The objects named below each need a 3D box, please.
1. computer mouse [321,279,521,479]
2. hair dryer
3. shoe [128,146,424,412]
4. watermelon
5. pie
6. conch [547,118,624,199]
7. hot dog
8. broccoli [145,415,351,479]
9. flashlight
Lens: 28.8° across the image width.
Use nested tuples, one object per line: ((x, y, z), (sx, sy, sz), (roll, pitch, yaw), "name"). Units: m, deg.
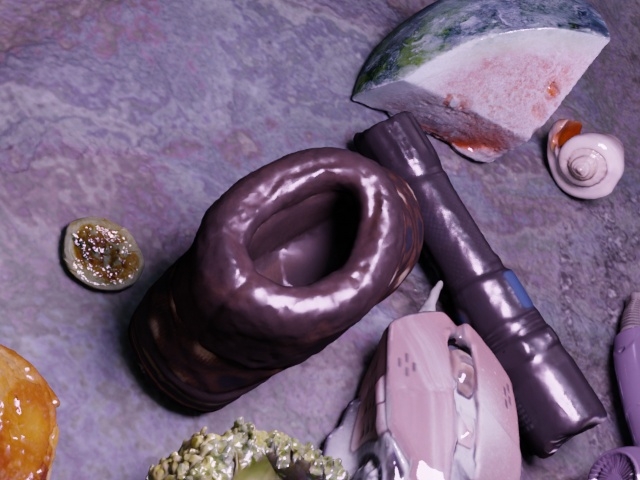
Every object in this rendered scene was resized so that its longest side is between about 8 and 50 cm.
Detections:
((0.119, 0.197, 1.232), (0.199, 0.115, 0.389), (28, 54, -21), "computer mouse")
((0.417, 0.211, 1.459), (0.301, 0.121, 0.361), (25, 45, -31), "hair dryer")
((0.000, 0.000, 1.200), (0.384, 0.237, 0.171), (-33, 83, -43), "shoe")
((0.226, -0.206, 1.530), (0.320, 0.290, 0.213), (-30, 111, -56), "watermelon")
((-0.207, 0.013, 1.198), (0.085, 0.017, 0.085), (17, 54, -25), "pie")
((0.353, -0.119, 1.625), (0.104, 0.094, 0.176), (13, 37, 23), "conch")
((-0.319, 0.117, 0.979), (0.259, 0.114, 0.175), (56, 29, -37), "hot dog")
((-0.051, 0.253, 1.048), (0.226, 0.176, 0.198), (4, 69, -9), "broccoli")
((0.167, 0.039, 1.389), (0.103, 0.103, 0.424), (-19, 73, -41), "flashlight")
